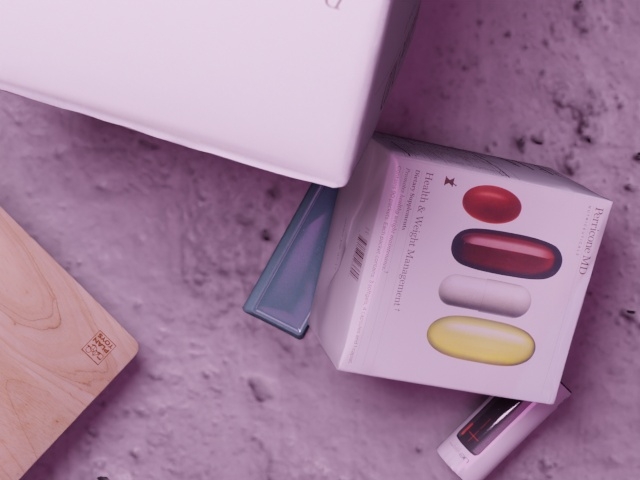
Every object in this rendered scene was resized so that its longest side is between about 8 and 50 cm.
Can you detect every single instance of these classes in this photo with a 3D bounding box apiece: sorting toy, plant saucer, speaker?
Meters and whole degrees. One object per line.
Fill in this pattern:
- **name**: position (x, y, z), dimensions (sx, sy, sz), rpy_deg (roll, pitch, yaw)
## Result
- **sorting toy**: position (-0.339, 0.094, 1.053), dimensions (0.255, 0.089, 0.257), rpy_deg (-47, 118, -13)
- **plant saucer**: position (0.000, 0.000, 1.154), dimensions (0.067, 0.018, 0.192), rpy_deg (28, 98, -11)
- **speaker**: position (0.178, 0.177, 1.192), dimensions (0.136, 0.055, 0.055), rpy_deg (-45, 103, 4)

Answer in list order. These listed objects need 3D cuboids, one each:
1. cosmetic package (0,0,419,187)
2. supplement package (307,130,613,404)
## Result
- **cosmetic package**: position (-0.065, -0.312, 0.831), dimensions (0.327, 0.329, 0.394), rpy_deg (16, 121, 4)
- **supplement package**: position (0.117, 0.021, 1.094), dimensions (0.203, 0.149, 0.194), rpy_deg (10, 102, -14)
